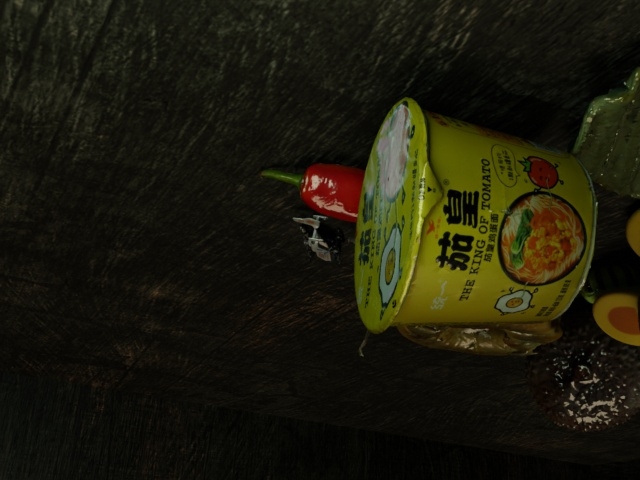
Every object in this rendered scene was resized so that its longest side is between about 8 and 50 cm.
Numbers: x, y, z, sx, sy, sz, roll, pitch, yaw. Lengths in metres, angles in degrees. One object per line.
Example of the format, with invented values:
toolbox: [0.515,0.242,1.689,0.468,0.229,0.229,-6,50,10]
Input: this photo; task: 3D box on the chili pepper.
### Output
chili pepper: [0.084,-0.057,1.207,0.368,0.092,0.137,19,162,-25]

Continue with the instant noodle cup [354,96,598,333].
instant noodle cup: [0.205,-0.018,0.994,0.254,0.326,0.325,8,154,-10]

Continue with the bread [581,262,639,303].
bread: [0.608,0.089,1.470,0.139,0.071,0.130,-13,153,26]

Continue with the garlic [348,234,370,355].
garlic: [0.111,0.072,1.307,0.207,0.256,0.207,40,155,23]

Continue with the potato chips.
potato chips: [0.529,-0.147,0.991,0.358,0.070,0.429,-8,154,14]

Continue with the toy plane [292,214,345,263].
toy plane: [0.001,0.000,1.372,0.078,0.053,0.197,7,160,13]

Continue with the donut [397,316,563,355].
donut: [0.338,0.137,1.494,0.360,0.170,0.360,5,159,2]

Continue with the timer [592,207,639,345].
timer: [0.697,0.123,1.259,0.386,0.376,0.376,23,160,20]

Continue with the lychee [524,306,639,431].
lychee: [0.631,0.299,1.672,0.299,0.300,0.300,2,154,1]
